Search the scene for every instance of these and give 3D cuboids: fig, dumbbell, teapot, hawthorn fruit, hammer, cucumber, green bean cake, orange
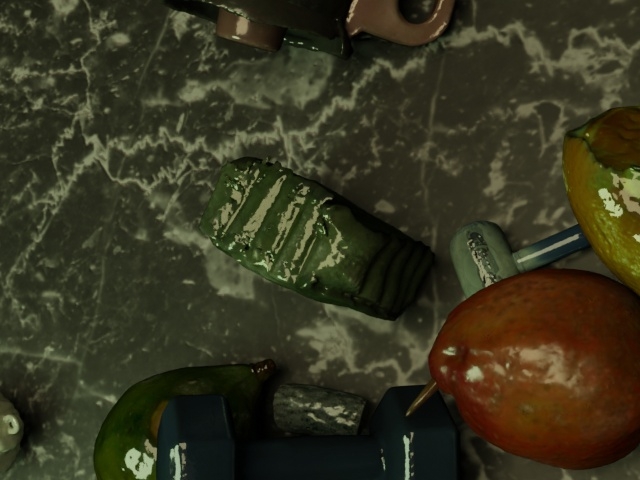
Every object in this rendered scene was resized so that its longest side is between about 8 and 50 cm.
[{"bbox_3d":[-0.147,0.233,1.516,0.195,0.195,0.245,35,61,25],"label":"fig"},{"bbox_3d":[-0.014,0.240,1.372,0.324,0.144,0.160,-1,92,-14],"label":"dumbbell"},{"bbox_3d":[-0.001,-0.395,1.511,0.376,0.305,0.362,17,97,-3],"label":"teapot"},{"bbox_3d":[0.215,0.134,1.315,0.262,0.210,0.210,-5,78,0],"label":"hawthorn fruit"},{"bbox_3d":[0.246,0.011,1.429,0.194,0.069,0.116,-23,71,10],"label":"hammer"},{"bbox_3d":[0.003,0.201,1.498,0.112,0.064,0.064,4,82,23],"label":"cucumber"},{"bbox_3d":[0.000,0.000,1.447,0.227,0.222,0.125,25,91,29],"label":"green bean cake"},{"bbox_3d":[0.388,-0.022,1.262,0.334,0.262,0.196,33,116,17],"label":"orange"}]

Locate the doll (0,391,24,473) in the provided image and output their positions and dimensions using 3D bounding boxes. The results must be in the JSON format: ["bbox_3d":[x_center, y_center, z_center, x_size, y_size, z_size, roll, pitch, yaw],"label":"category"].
[{"bbox_3d":[-0.509,0.269,1.692,0.293,0.119,0.138,-18,82,26],"label":"doll"}]
